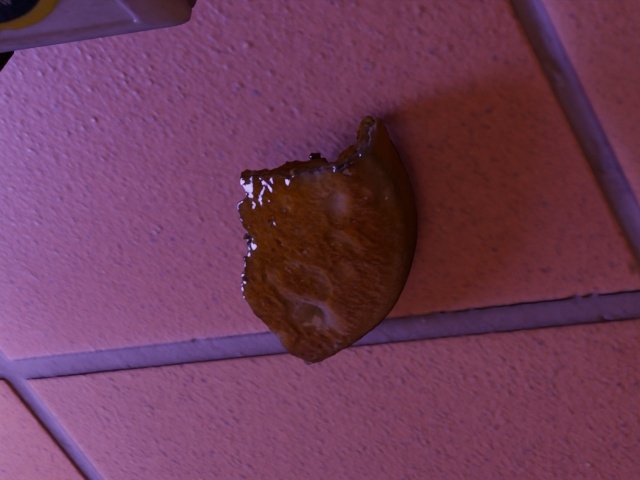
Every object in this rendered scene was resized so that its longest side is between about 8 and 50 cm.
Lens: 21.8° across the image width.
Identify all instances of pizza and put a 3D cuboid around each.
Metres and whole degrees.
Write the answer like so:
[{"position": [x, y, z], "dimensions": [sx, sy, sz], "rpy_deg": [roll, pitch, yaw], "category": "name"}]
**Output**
[{"position": [0.005, 0.004, 1.261], "dimensions": [0.134, 0.056, 0.271], "rpy_deg": [12, 139, 12], "category": "pizza"}]

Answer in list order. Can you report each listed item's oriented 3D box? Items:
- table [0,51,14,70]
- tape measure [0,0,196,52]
[{"position": [-0.283, -0.158, 1.224], "dimensions": [0.083, 0.070, 0.082], "rpy_deg": [16, 139, 13], "category": "table"}, {"position": [-0.203, -0.229, 1.043], "dimensions": [0.271, 0.133, 0.231], "rpy_deg": [-2, 151, 24], "category": "tape measure"}]
